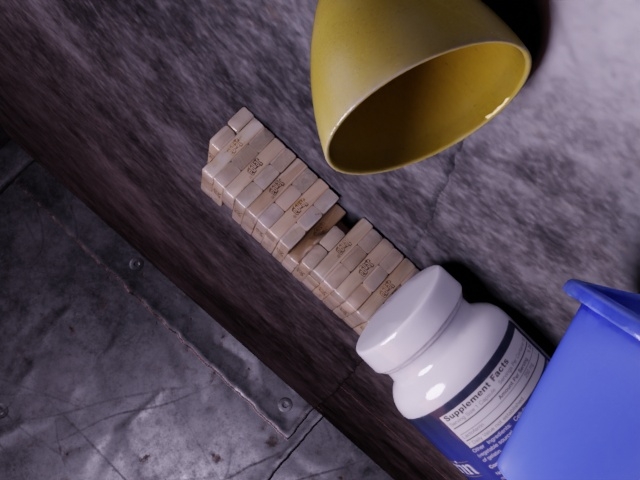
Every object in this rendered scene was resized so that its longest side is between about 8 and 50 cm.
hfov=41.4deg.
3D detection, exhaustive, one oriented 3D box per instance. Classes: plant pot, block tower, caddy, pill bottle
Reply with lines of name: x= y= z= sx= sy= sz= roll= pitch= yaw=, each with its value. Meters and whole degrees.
plant pot: x=0.047 y=-0.116 z=0.519 sx=0.134 sy=0.134 sz=0.095 roll=90 pitch=158 yaw=-70
block tower: x=0.000 y=0.000 z=0.999 sx=0.335 sy=0.091 sz=0.097 roll=43 pitch=166 yaw=1
caddy: x=0.283 y=0.150 z=0.536 sx=0.341 sy=0.179 sz=0.241 roll=36 pitch=-172 yaw=24
pill bottle: x=0.172 y=0.160 z=0.882 sx=0.264 sy=0.153 sz=0.153 roll=45 pitch=165 yaw=-5
